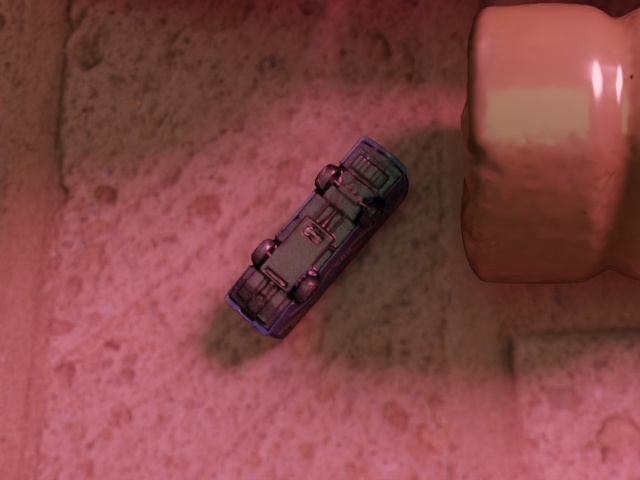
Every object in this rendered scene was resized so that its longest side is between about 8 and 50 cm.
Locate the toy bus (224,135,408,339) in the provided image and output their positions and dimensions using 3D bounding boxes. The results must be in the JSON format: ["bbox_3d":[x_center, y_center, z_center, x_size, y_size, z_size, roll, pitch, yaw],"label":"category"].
[{"bbox_3d":[0.000,0.000,0.636,0.051,0.061,0.153,40,86,16],"label":"toy bus"}]

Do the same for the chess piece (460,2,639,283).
[{"bbox_3d":[0.308,-0.057,0.513,0.442,0.234,0.234,2,75,15],"label":"chess piece"}]
